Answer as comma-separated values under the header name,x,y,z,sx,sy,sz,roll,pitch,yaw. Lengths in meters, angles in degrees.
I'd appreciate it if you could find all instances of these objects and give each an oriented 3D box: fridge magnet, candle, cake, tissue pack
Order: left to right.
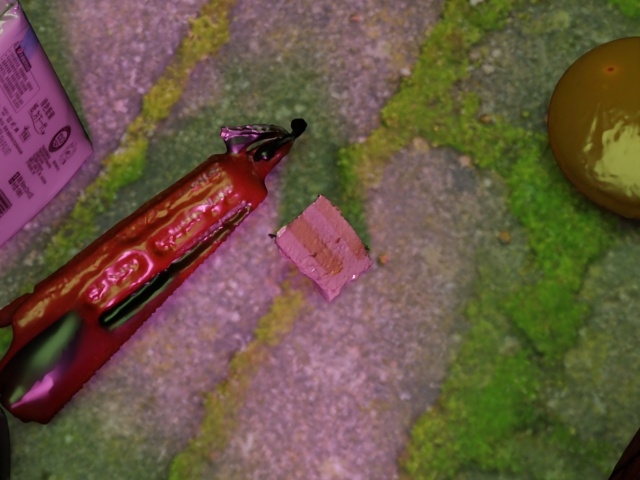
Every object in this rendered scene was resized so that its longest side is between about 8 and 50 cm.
name,x,y,z,sx,sy,sz,roll,pitch,yaw
tissue pack,-0.274,-0.092,0.946,0.145,0.229,0.159,41,78,14
candle,-0.121,0.013,0.995,0.301,0.059,0.084,-40,86,-7
cake,0.000,0.000,0.959,0.052,0.121,0.065,-42,83,-3
fridge magnet,0.234,-0.080,1.001,0.143,0.063,0.143,0,72,1

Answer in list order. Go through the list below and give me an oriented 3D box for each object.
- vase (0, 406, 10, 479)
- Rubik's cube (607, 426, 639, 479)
name,x,y,z,sx,sy,sz,roll,pitch,yaw
vase,-0.364,0.144,0.933,0.300,0.156,0.251,3,47,-2
Rubik's cube,0.286,0.251,0.730,0.337,0.344,0.344,35,71,9
